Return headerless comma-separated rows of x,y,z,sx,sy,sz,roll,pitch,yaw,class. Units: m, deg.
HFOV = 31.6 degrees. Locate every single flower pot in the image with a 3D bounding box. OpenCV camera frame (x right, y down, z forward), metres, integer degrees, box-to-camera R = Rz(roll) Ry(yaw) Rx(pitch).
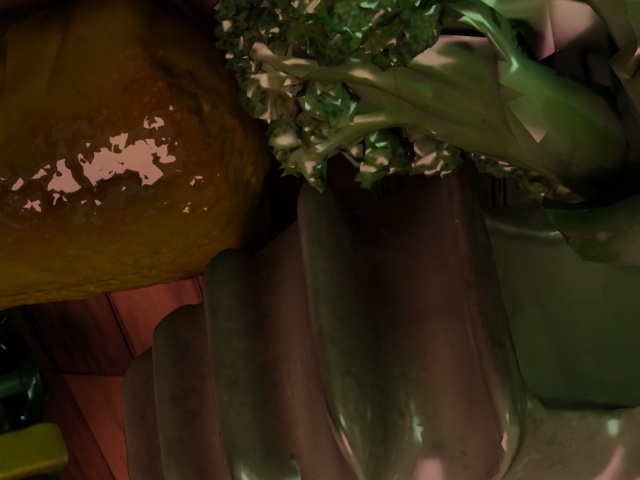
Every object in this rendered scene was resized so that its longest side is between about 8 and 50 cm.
0.095,0.091,0.593,0.367,0.164,0.254,9,145,-29,flower pot

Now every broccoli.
0.100,-0.078,0.342,0.270,0.270,0.270,-10,151,-5,broccoli

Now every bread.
-0.209,-0.020,0.592,0.383,0.112,0.166,-7,136,19,bread

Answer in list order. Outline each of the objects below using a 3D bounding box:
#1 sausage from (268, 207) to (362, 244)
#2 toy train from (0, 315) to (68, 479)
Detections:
0.000,0.000,0.631,0.147,0.035,0.030,-6,171,16,sausage
-0.259,0.224,0.758,0.160,0.253,0.397,-10,151,-31,toy train
